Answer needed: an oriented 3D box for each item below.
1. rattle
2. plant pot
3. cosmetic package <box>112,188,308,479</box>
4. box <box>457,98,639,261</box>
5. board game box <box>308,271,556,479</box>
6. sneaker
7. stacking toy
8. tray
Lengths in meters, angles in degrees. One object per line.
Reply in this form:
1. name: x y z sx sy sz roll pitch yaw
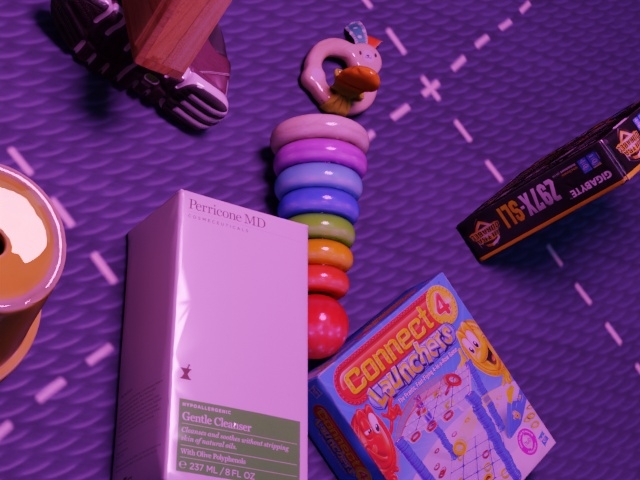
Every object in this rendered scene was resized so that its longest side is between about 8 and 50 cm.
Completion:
1. rattle: 0.066 -0.287 1.957 0.130 0.143 0.200 39 54 7
2. plant pot: -0.392 0.037 1.368 0.254 0.239 0.254 17 61 -32
3. cosmetic package: -0.131 0.146 1.578 0.197 0.155 0.366 14 62 -30
4. box: 0.394 -0.106 1.998 0.257 0.322 0.079 -33 90 -43
5. board game box: 0.144 0.247 1.791 0.308 0.086 0.302 -37 94 -42
6. sneaker: -0.232 -0.283 1.756 0.281 0.106 0.162 39 42 -27
7. stacking toy: 0.000 0.000 1.773 0.141 0.141 0.330 14 65 -33
8. tray: -0.194 -0.417 1.668 0.076 0.203 0.411 17 37 -31
